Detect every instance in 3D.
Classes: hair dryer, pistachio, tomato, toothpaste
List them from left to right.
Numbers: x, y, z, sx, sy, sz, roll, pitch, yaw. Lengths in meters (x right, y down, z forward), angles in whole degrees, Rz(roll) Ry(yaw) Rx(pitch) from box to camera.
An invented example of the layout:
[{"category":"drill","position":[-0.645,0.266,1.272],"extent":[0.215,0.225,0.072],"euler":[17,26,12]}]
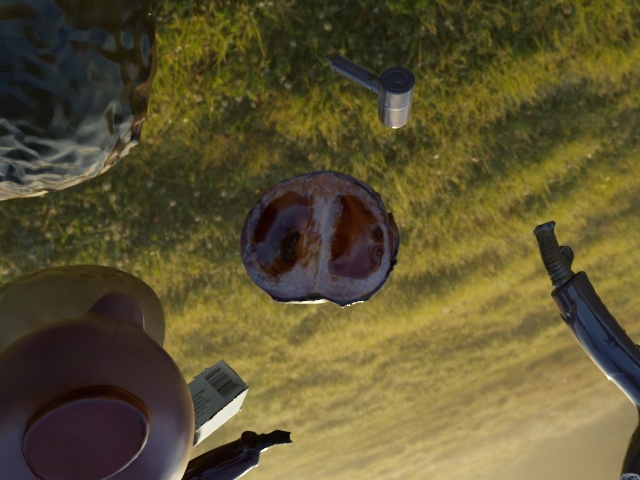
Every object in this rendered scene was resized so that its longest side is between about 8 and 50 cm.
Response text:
[{"category":"pistachio","position":[-0.507,0.208,1.433],"extent":[0.446,0.365,0.281],"euler":[-5,142,20]},{"category":"toothpaste","position":[-0.240,0.286,0.973],"extent":[0.337,0.067,0.081],"euler":[-33,157,-38]},{"category":"hair dryer","position":[-0.164,0.388,1.094],"extent":[0.341,0.123,0.312],"euler":[-28,117,13]},{"category":"tomato","position":[0.000,0.000,1.091],"extent":[0.228,0.199,0.112],"euler":[7,175,1]},{"category":"hair dryer","position":[0.049,-0.172,0.791],"extent":[0.037,0.114,0.063],"euler":[-50,162,-21]},{"category":"hair dryer","position":[0.391,0.110,0.873],"extent":[0.301,0.361,0.121],"euler":[-36,173,-26]}]

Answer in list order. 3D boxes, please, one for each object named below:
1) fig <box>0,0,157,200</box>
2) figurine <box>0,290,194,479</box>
[{"category":"fig","position":[-0.300,-0.150,0.547],"extent":[0.286,0.286,0.368],"euler":[-29,-174,19]},{"category":"figurine","position":[-0.177,0.138,0.539],"extent":[0.173,0.173,0.173],"euler":[-15,154,-8]}]
